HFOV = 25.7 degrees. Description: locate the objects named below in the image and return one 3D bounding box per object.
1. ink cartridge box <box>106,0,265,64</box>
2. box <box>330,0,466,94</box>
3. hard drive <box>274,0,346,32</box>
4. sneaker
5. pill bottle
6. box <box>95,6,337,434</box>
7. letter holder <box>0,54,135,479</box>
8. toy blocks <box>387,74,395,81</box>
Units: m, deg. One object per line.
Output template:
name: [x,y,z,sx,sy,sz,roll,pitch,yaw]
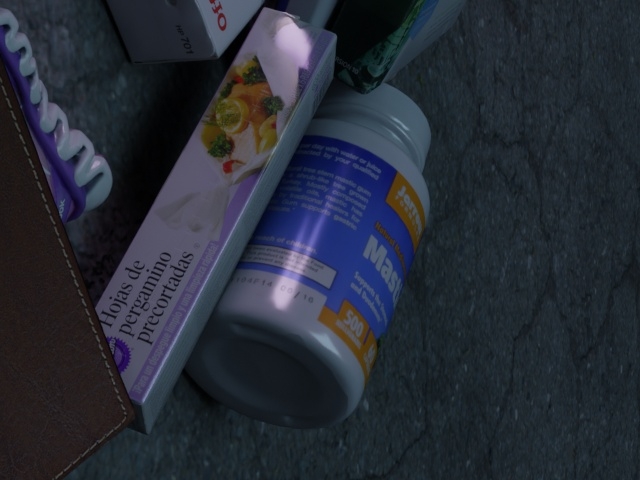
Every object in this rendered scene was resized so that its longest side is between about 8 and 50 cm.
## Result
ink cartridge box: [-0.088,-0.237,1.033,0.191,0.082,0.140,-57,138,-44]
box: [0.122,-0.289,1.131,0.322,0.058,0.232,-64,170,31]
hard drive: [0.045,-0.280,1.078,0.210,0.040,0.319,-56,175,-40]
sneaker: [-0.211,-0.065,0.806,0.104,0.095,0.236,-62,142,-28]
pill bottle: [0.000,0.000,1.118,0.152,0.152,0.272,61,40,-41]
box: [-0.079,-0.022,0.997,0.067,0.063,0.324,93,21,-64]
letter holder: [-0.252,0.011,0.661,0.214,0.152,0.302,-41,126,-40]
toy blocks: [0.064,-0.240,1.339,0.148,0.054,0.123,-60,139,-43]
